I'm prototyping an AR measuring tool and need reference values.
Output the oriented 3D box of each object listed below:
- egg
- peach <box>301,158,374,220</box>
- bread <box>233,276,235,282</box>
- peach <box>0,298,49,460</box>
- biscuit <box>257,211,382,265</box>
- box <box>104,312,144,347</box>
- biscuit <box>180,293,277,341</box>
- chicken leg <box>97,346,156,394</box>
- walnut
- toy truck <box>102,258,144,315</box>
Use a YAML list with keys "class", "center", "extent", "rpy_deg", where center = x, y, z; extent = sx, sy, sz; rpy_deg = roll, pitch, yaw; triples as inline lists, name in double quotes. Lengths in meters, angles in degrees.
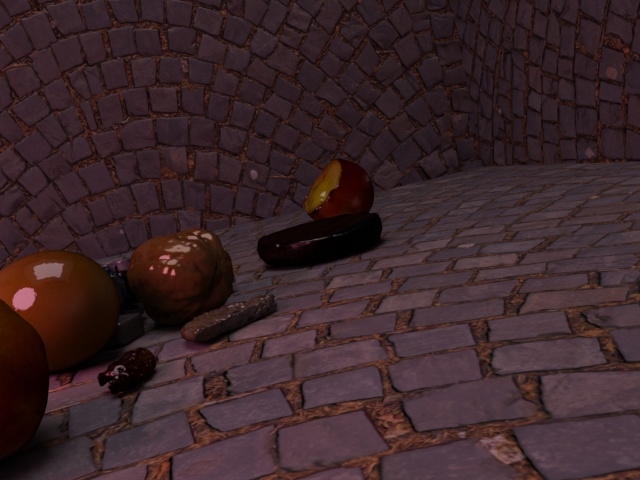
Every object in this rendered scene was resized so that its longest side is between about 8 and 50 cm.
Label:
- class: "egg"
  center: [-0.571, 0.149, 1.453]
  extent: [0.323, 0.250, 0.250]
  rpy_deg: [-15, 6, 28]
- class: "peach"
  center: [0.057, -0.172, 2.675]
  extent: [0.281, 0.280, 0.338]
  rpy_deg: [-8, 4, 32]
- class: "bread"
  center: [-0.336, 0.100, 1.947]
  extent: [0.136, 0.106, 0.241]
  rpy_deg: [-19, 10, -26]
- class: "peach"
  center: [-0.538, 0.195, 0.988]
  extent: [0.333, 0.307, 0.308]
  rpy_deg: [15, 18, 20]
- class: "biscuit"
  center: [0.000, 0.000, 2.199]
  extent: [0.408, 0.091, 0.407]
  rpy_deg: [-11, 10, 2]
- class: "box"
  center: [-0.535, 0.218, 1.613]
  extent: [0.244, 0.055, 0.103]
  rpy_deg: [-9, 8, 18]
- class: "biscuit"
  center: [-0.212, 0.169, 1.511]
  extent: [0.141, 0.038, 0.290]
  rpy_deg: [-8, 8, 36]
- class: "chicken leg"
  center: [-0.346, 0.228, 1.274]
  extent: [0.090, 0.048, 0.219]
  rpy_deg: [-9, 8, 2]
- class: "walnut"
  center: [-0.336, 0.083, 1.662]
  extent: [0.257, 0.257, 0.224]
  rpy_deg: [-7, -23, 34]
- class: "toy truck"
  center: [-0.540, 0.126, 1.813]
  extent: [0.175, 0.146, 0.367]
  rpy_deg: [-9, -1, -6]
